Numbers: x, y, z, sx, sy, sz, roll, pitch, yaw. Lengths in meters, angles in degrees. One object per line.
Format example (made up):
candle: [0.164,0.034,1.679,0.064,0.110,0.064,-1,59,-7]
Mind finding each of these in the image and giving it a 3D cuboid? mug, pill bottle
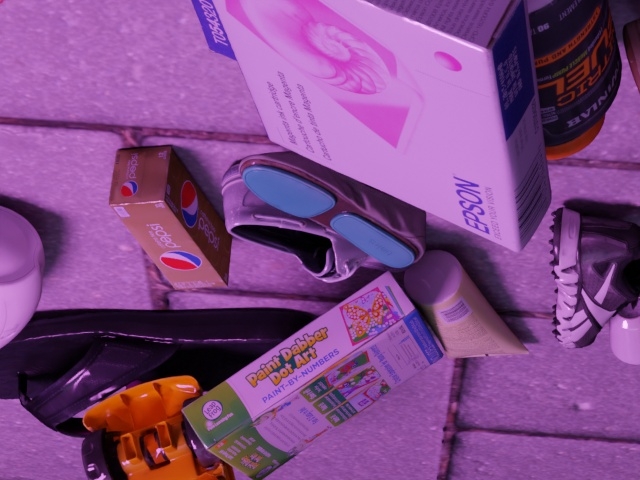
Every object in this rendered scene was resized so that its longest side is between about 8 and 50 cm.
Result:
mug: [0.329,0.079,2.037,0.062,0.078,0.064,27,157,34]
pill bottle: [0.160,-0.157,1.511,0.130,0.130,0.245,-3,152,15]

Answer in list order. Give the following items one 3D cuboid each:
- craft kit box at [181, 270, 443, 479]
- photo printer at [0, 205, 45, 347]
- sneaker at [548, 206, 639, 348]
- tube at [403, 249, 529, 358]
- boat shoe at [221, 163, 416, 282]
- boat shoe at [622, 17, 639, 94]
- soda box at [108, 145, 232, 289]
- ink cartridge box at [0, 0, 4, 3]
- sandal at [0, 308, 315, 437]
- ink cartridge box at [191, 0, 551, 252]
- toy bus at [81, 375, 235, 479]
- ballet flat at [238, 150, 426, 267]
craft kit box: [-0.001,0.144,2.012,0.247,0.061,0.250,-36,163,-1]
photo printer: [-0.439,0.030,2.001,0.307,0.107,0.256,13,152,-17]
sneaker: [0.280,0.046,1.940,0.106,0.078,0.234,3,151,10]
tube: [0.146,0.080,2.062,0.070,0.062,0.240,39,174,30]
boat shoe: [0.000,-0.001,1.894,0.227,0.081,0.079,22,149,-30]
boat shoe: [0.369,-0.104,1.610,0.123,0.123,0.342,-30,139,28]
soda box: [-0.142,-0.019,1.904,0.058,0.061,0.181,-4,151,16]
ink cartridge box: [-0.212,-0.292,1.272,0.283,0.117,0.207,-32,137,32]
sandal: [-0.211,0.153,2.201,0.446,0.107,0.167,-6,151,18]
ink cartridge box: [0.007,-0.140,1.475,0.330,0.071,0.324,23,162,20]
toy bus: [-0.150,0.285,2.159,0.149,0.220,0.211,-19,156,6]
ballet flat: [0.013,-0.045,1.825,0.213,0.068,0.072,30,146,-30]
